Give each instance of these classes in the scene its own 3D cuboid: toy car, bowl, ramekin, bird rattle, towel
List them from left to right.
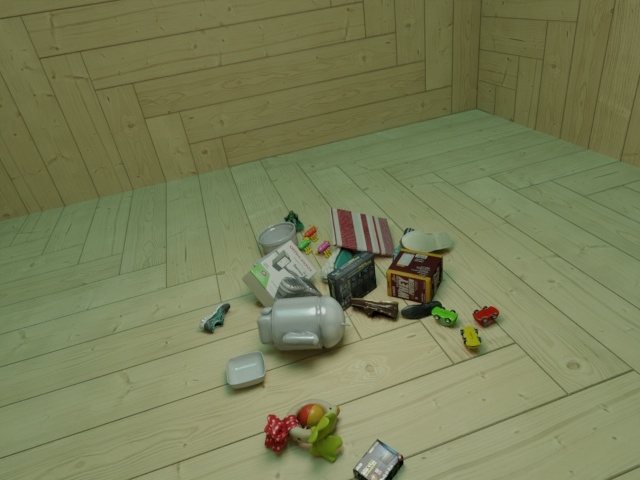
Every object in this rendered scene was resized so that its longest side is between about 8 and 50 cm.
[{"bbox_3d":[-0.269,0.480,1.624,0.142,0.053,0.142,-14,31,-7],"label":"bowl"},{"bbox_3d":[-0.214,0.002,2.321,0.207,0.109,0.207,-15,30,9],"label":"ramekin"},{"bbox_3d":[-0.045,0.579,1.383,0.253,0.143,0.207,-7,17,29],"label":"bird rattle"},{"bbox_3d":[0.201,-0.037,2.173,0.329,0.037,0.237,10,49,-21],"label":"towel"},{"bbox_3d":[0.534,0.312,1.691,0.225,0.053,0.239,15,38,35],"label":"toy car"}]

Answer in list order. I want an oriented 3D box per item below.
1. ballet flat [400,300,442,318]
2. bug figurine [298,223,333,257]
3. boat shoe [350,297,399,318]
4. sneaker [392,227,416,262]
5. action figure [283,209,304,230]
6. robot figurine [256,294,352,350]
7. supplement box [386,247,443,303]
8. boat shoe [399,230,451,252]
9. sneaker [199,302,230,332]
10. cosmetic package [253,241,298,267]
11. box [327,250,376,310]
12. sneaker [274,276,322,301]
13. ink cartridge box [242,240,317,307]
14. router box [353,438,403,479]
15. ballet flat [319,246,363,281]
[{"bbox_3d":[0.407,0.282,1.793,0.173,0.057,0.049,-10,-10,-3],"label":"ballet flat"},{"bbox_3d":[0.000,0.000,2.327,0.279,0.072,0.216,11,37,30],"label":"bug figurine"},{"bbox_3d":[0.216,0.278,1.814,0.207,0.073,0.073,2,72,28],"label":"boat shoe"},{"bbox_3d":[0.408,0.050,2.154,0.083,0.098,0.224,24,63,13],"label":"sneaker"},{"bbox_3d":[-0.167,-0.116,2.579,0.137,0.063,0.232,-12,27,1],"label":"action figure"},{"bbox_3d":[-0.057,0.315,1.698,0.353,0.200,0.300,-5,20,8],"label":"robot figurine"},{"bbox_3d":[0.408,0.151,1.913,0.191,0.129,0.194,10,36,28],"label":"supplement box"},{"bbox_3d":[0.481,0.014,2.085,0.305,0.109,0.091,-3,-13,-33],"label":"boat shoe"},{"bbox_3d":[-0.438,0.337,1.913,0.076,0.065,0.166,27,47,22],"label":"sneaker"},{"bbox_3d":[-0.206,0.114,2.151,0.085,0.117,0.231,21,44,40],"label":"cosmetic package"},{"bbox_3d":[0.139,0.174,1.896,0.232,0.183,0.059,-31,38,-31],"label":"box"},{"bbox_3d":[-0.100,0.222,1.878,0.105,0.115,0.281,46,15,33],"label":"sneaker"},{"bbox_3d":[-0.178,0.155,1.983,0.273,0.198,0.115,-40,-1,-40],"label":"ink cartridge box"},{"bbox_3d":[0.165,0.640,1.260,0.092,0.038,0.122,19,41,39],"label":"router box"},{"bbox_3d":[0.105,0.064,2.150,0.147,0.147,0.409,8,34,26],"label":"ballet flat"}]
